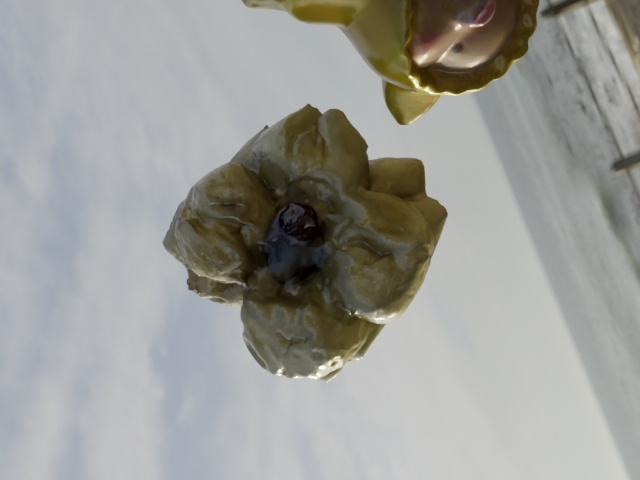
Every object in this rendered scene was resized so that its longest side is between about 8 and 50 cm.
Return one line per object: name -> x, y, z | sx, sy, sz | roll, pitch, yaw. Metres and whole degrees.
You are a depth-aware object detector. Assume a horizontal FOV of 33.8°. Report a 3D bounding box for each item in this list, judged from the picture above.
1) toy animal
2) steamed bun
toy animal -> 0.030, -0.180, 0.657 | 0.229, 0.156, 0.156 | 32, -152, -28
steamed bun -> 0.000, 0.000, 0.750 | 0.177, 0.192, 0.106 | 49, 178, -8
